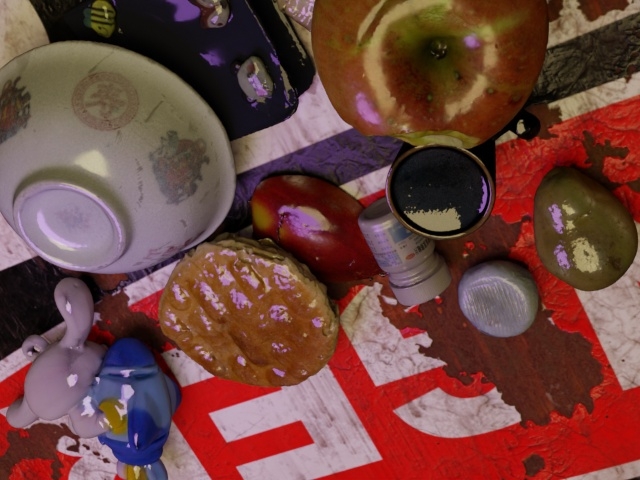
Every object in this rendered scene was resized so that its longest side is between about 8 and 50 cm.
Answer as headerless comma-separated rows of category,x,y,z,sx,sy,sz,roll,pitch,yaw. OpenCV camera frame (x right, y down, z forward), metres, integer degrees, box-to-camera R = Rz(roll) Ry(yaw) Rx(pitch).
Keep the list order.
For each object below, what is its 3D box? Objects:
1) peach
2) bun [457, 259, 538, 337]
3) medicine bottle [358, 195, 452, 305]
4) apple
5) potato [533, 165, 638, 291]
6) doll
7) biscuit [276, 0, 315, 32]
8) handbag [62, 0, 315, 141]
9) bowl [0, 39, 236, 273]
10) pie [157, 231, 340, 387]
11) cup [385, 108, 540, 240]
peach,-0.002,0.001,2.079,0.279,0.068,0.189,26,125,-3
bun,0.301,0.092,2.053,0.141,0.083,0.141,11,121,18
medicine bottle,0.140,0.013,2.030,0.105,0.105,0.168,-19,113,22
apple,0.151,-0.294,1.717,0.340,0.339,0.339,6,120,10
potato,0.404,-0.022,1.925,0.157,0.157,0.194,-25,109,24
doll,-0.396,0.286,2.279,0.366,0.187,0.376,34,144,3
biscuit,-0.009,-0.449,1.815,0.179,0.084,0.281,24,122,-2
handbag,-0.210,-0.292,1.932,0.329,0.122,0.303,-20,113,24
bowl,-0.365,-0.080,1.928,0.435,0.196,0.435,8,131,9
pie,-0.122,0.129,2.144,0.339,0.083,0.339,10,128,13
cup,0.231,-0.116,1.894,0.239,0.177,0.166,-7,116,16
